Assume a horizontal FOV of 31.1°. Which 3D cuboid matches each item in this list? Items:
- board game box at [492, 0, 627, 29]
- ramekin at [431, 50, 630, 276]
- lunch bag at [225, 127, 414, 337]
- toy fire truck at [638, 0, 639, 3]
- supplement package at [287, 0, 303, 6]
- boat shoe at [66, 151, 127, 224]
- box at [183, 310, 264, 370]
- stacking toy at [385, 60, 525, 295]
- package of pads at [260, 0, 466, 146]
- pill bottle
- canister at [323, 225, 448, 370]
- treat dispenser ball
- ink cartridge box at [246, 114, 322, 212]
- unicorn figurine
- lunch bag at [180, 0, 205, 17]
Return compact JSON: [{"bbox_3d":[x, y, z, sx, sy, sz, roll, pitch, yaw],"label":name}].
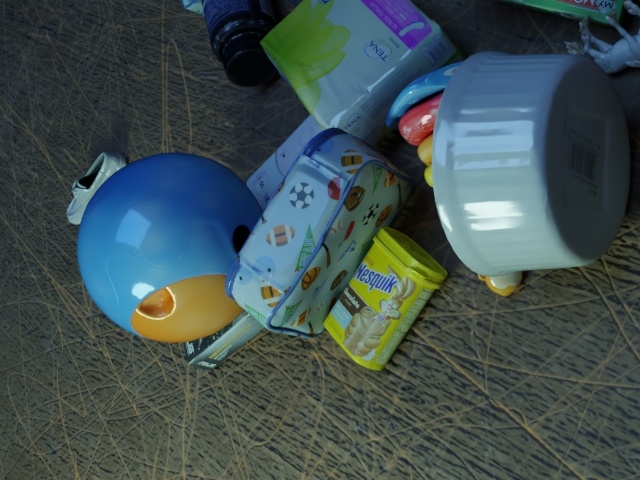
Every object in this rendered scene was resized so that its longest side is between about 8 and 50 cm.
[{"bbox_3d":[0.274,-0.421,1.535,0.317,0.046,0.214,18,97,20],"label":"board game box"},{"bbox_3d":[0.262,-0.094,1.377,0.135,0.277,0.277,0,73,38],"label":"ramekin"},{"bbox_3d":[0.000,0.000,1.638,0.115,0.243,0.303,36,96,22],"label":"lunch bag"},{"bbox_3d":[0.464,-0.368,1.347,0.254,0.169,0.302,-40,50,28],"label":"toy fire truck"},{"bbox_3d":[-0.010,-0.535,1.948,0.133,0.139,0.244,0,75,48],"label":"supplement package"},{"bbox_3d":[-0.460,-0.105,2.296,0.184,0.063,0.066,-41,48,27],"label":"boat shoe"},{"bbox_3d":[-0.166,0.072,1.914,0.183,0.056,0.231,-40,48,28],"label":"box"},{"bbox_3d":[0.208,-0.073,1.522,0.166,0.175,0.302,124,134,-74],"label":"stacking toy"},{"bbox_3d":[0.053,-0.288,1.772,0.229,0.101,0.296,-43,45,6],"label":"package of pads"},{"bbox_3d":[-0.139,-0.381,2.031,0.123,0.122,0.219,-37,49,30],"label":"pill bottle"},{"bbox_3d":[0.088,0.083,1.629,0.170,0.073,0.126,-58,42,13],"label":"canister"},{"bbox_3d":[-0.221,0.011,1.740,0.288,0.288,0.288,-21,59,40],"label":"treat dispenser ball"},{"bbox_3d":[-0.016,-0.065,1.818,0.189,0.066,0.232,-43,43,25],"label":"ink cartridge box"},{"bbox_3d":[0.387,-0.241,1.449,0.060,0.111,0.162,-40,15,-15],"label":"unicorn figurine"},{"bbox_3d":[-0.192,-0.539,2.178,0.176,0.090,0.219,-34,51,34],"label":"lunch bag"}]
